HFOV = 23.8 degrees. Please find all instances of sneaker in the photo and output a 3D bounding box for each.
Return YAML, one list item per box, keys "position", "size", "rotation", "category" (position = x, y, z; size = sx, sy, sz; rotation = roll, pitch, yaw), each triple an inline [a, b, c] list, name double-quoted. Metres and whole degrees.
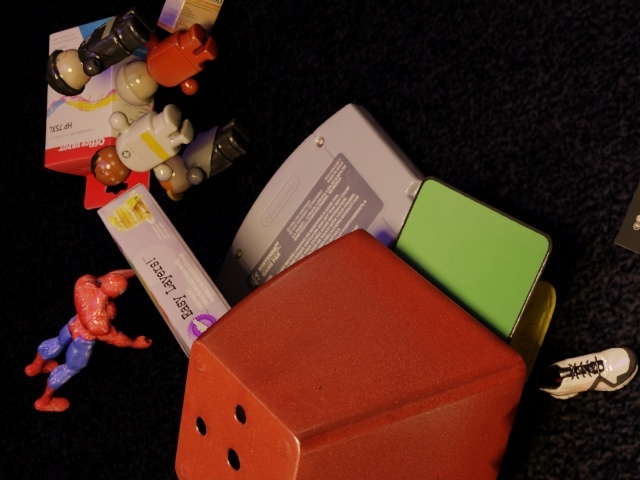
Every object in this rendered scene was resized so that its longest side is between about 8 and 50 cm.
- position: [0.260, 0.131, 1.485]
  size: [0.109, 0.043, 0.040]
  rotation: [-25, 64, 34]
  category: "sneaker"

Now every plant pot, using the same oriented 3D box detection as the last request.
- position: [0.007, 0.185, 1.513]
  size: [0.267, 0.235, 0.267]
  rotation: [39, 132, 38]
  category: "plant pot"

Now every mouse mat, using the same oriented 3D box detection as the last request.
- position: [0.140, 0.033, 1.537]
  size: [0.189, 0.007, 0.153]
  rotation: [31, 101, 44]
  category: "mouse mat"

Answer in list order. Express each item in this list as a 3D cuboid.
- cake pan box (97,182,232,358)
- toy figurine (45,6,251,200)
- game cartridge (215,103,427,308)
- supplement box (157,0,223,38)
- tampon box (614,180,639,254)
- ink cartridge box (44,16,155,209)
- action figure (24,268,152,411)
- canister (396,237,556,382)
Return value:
- position: [-0.132, 0.096, 1.713]
  size: [0.070, 0.267, 0.246]
  rotation: [-32, 56, -6]
  category: "cake pan box"
- position: [-0.208, -0.159, 1.834]
  size: [0.148, 0.213, 0.210]
  rotation: [-28, 77, 25]
  category: "toy figurine"
- position: [0.000, 0.000, 1.733]
  size: [0.294, 0.060, 0.196]
  rotation: [-53, 56, 21]
  category: "game cartridge"
- position: [-0.157, -0.305, 1.919]
  size: [0.036, 0.062, 0.098]
  rotation: [32, 105, 41]
  category: "supplement box"
- position: [0.373, -0.009, 1.357]
  size: [0.161, 0.120, 0.101]
  rotation: [28, 102, 41]
  category: "tampon box"
- position: [-0.291, -0.165, 2.002]
  size: [0.134, 0.078, 0.231]
  rotation: [-8, 78, 40]
  category: "ink cartridge box"
- position: [-0.274, 0.116, 1.941]
  size: [0.280, 0.139, 0.091]
  rotation: [-53, 52, 49]
  category: "action figure"
- position: [0.146, 0.073, 1.577]
  size: [0.170, 0.073, 0.126]
  rotation: [25, 98, 43]
  category: "canister"
